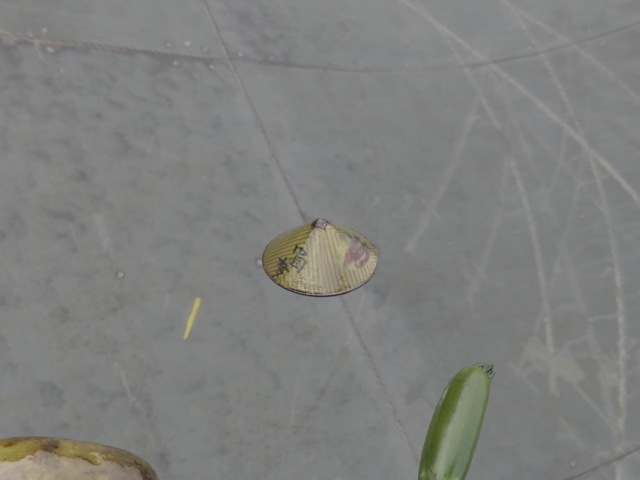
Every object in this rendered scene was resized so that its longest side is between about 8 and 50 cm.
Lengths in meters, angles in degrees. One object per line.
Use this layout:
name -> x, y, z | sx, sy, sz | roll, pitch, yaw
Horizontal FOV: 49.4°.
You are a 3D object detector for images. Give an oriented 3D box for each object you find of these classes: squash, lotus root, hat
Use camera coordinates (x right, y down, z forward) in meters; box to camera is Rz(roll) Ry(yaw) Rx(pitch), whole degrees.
squash -> 0.184, 0.243, 0.934 | 0.066, 0.066, 0.252 | 37, 43, -2
lotus root -> -0.261, 0.285, 0.694 | 0.314, 0.141, 0.170 | 13, 73, -25
hat -> 0.000, 0.000, 1.115 | 0.192, 0.082, 0.193 | 1, 38, 0
